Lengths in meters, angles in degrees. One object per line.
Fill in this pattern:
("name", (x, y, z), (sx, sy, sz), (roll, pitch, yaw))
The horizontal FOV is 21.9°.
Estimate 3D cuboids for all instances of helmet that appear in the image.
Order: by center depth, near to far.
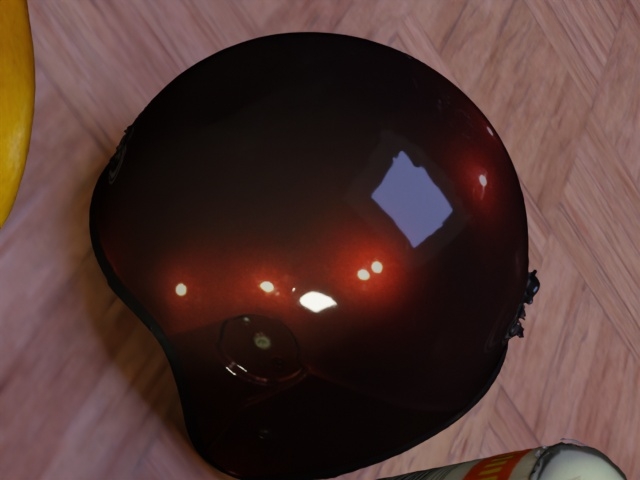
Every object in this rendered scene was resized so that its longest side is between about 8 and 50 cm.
("helmet", (0.000, 0.000, 0.790), (0.216, 0.193, 0.189), (26, 42, -7))

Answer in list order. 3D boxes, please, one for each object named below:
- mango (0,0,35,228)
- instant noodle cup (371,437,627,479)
("mango", (-0.191, -0.103, 0.599), (0.252, 0.126, 0.154), (58, 42, -14))
("instant noodle cup", (0.029, 0.172, 0.661), (0.193, 0.212, 0.193), (37, 40, -40))
